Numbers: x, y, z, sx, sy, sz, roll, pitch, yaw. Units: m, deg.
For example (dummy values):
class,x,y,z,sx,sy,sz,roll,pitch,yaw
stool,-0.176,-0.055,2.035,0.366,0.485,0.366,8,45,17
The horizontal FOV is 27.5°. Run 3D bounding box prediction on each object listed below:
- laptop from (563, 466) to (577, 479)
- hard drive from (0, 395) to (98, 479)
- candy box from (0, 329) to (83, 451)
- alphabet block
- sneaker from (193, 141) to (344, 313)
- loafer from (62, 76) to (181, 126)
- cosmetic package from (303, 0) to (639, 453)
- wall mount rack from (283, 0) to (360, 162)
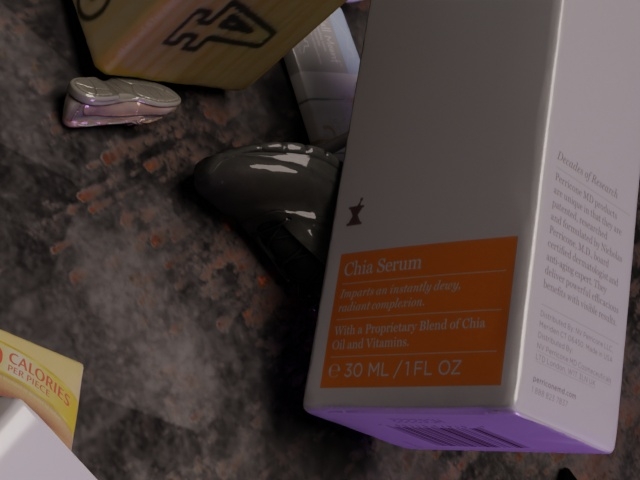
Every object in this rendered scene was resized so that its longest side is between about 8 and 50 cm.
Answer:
class,x,y,z,sx,sy,sz,roll,pitch,yaw
laptop,0.283,0.415,1.386,0.264,0.136,0.234,-43,103,-24
hard drive,-0.223,0.282,0.775,0.319,0.040,0.210,-53,121,-30
candy box,-0.308,0.118,0.823,0.316,0.087,0.183,29,50,-37
alphabet block,-0.101,-0.270,1.174,0.193,0.197,0.192,2,61,-47
sneaker,0.000,0.000,1.234,0.286,0.109,0.130,25,60,-34
loafer,-0.178,-0.119,1.154,0.045,0.039,0.125,42,26,28
cosmetic package,0.149,-0.048,1.174,0.161,0.230,0.453,27,65,-43
wall mount rack,0.079,-0.193,1.404,0.304,0.130,0.350,-6,75,-50
